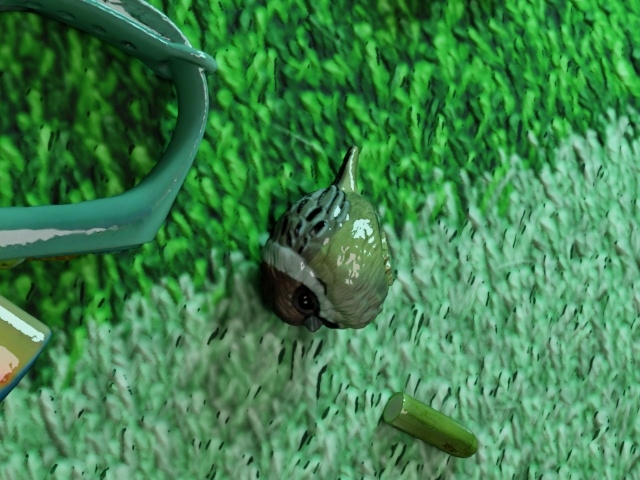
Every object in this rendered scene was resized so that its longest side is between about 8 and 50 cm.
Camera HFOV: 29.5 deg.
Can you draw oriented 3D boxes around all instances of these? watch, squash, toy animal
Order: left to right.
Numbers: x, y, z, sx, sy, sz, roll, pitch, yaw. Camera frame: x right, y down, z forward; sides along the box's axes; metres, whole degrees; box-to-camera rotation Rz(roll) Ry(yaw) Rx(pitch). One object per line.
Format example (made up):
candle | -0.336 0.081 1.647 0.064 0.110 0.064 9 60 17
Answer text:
watch | -0.182 -0.081 0.790 0.237 0.068 0.195 -5 88 -24
toy animal | 0.000 0.000 0.869 0.098 0.098 0.137 2 66 -27
squash | 0.089 0.145 0.938 0.083 0.027 0.027 29 75 -23

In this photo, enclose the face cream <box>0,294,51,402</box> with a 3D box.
face cream | -0.311 0.028 0.707 0.285 0.067 0.139 38 92 -21
